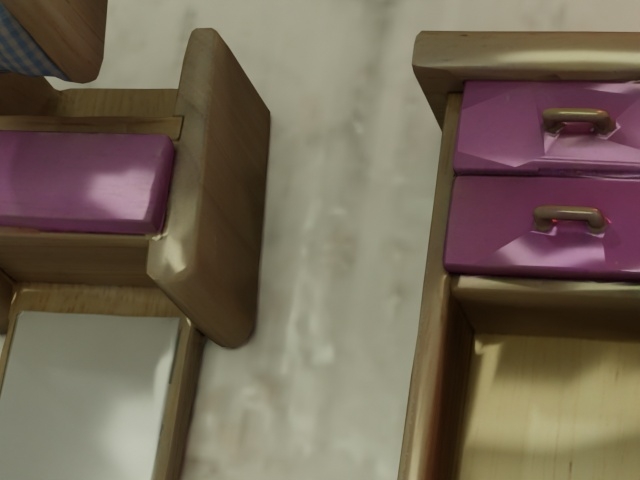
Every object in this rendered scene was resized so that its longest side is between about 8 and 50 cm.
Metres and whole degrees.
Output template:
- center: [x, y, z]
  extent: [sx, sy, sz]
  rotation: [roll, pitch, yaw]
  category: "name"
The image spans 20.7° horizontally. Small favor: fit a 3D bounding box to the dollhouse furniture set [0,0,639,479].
- center: [0.000, 0.000, 0.289]
  extent: [0.286, 0.303, 0.198]
  rotation: [2, 68, 18]
  category: "dollhouse furniture set"
